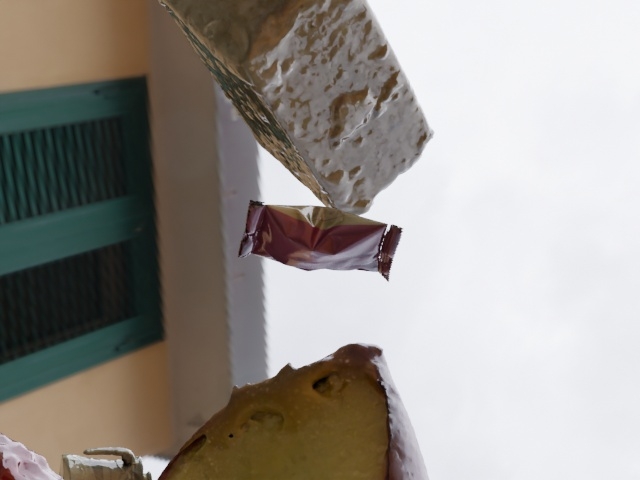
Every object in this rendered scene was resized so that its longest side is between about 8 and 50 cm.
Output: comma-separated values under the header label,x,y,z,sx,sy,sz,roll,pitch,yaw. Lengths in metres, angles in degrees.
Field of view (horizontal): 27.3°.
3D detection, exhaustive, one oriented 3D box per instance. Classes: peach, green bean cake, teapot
label,x,y,z,sx,sy,sz,roll,pitch,yaw
peach,-0.015,0.278,1.295,0.258,0.201,0.361,24,-103,37
green bean cake,-0.013,-0.104,0.767,0.085,0.179,0.109,-41,-129,-5
teapot,-0.197,0.220,1.218,0.057,0.083,0.067,-121,-144,-57

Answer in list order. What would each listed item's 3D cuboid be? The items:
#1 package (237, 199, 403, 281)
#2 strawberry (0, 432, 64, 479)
label,x,y,z,sx,sy,sz,roll,pitch,yaw
package,0.000,0.000,0.692,0.083,0.029,0.059,11,-30,-2
strawberry,-0.268,0.291,0.933,0.292,0.292,0.310,35,-25,21
